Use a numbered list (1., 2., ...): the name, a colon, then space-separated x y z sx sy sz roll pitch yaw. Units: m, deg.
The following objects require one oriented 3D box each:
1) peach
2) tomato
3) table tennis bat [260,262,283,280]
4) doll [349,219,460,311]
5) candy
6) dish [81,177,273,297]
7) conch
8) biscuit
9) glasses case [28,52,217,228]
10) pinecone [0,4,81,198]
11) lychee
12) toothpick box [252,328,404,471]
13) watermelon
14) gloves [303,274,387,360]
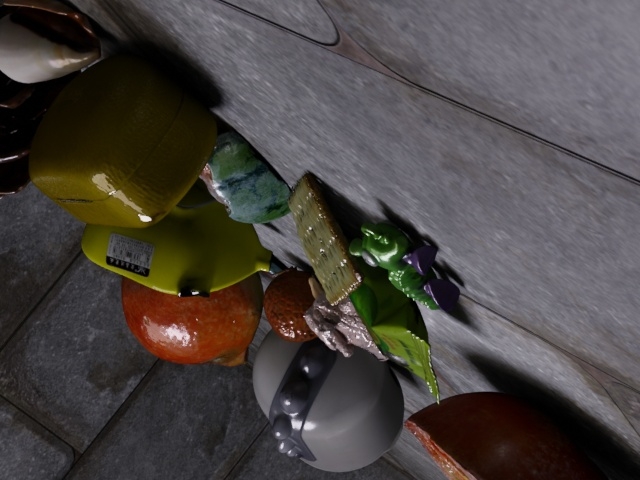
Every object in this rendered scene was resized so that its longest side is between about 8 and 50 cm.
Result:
1. peach: -0.198 0.103 2.516 0.232 0.232 0.257 21 143 61
2. tomato: 0.272 0.304 1.904 0.338 0.144 0.338 45 174 6
3. table tennis bat: -0.109 0.019 2.366 0.153 0.040 0.244 32 173 37
4. doll: 0.089 0.030 1.620 0.115 0.050 0.190 27 168 37
5. candy: 0.078 0.077 1.805 0.246 0.069 0.149 57 178 38
6. dish: -0.198 -0.031 2.106 0.262 0.221 0.108 28 127 36
7. conch: -0.322 -0.233 1.786 0.094 0.104 0.176 11 -179 -30
8. biscuit: 0.001 0.000 1.738 0.144 0.016 0.203 63 169 3
9. glasses case: -0.235 -0.117 1.745 0.141 0.173 0.371 41 168 -18
10. pinecone: -0.427 -0.191 1.982 0.244 0.244 0.309 32 157 35
11. lychee: -0.034 0.084 2.218 0.114 0.140 0.101 -5 150 14
12. toothpick box: 0.003 0.233 2.354 0.229 0.229 0.316 35 170 20
13. watermelon: -0.111 -0.077 1.816 0.139 0.071 0.187 36 172 37
14. gloves: 0.044 0.108 2.051 0.144 0.094 0.110 25 178 23
